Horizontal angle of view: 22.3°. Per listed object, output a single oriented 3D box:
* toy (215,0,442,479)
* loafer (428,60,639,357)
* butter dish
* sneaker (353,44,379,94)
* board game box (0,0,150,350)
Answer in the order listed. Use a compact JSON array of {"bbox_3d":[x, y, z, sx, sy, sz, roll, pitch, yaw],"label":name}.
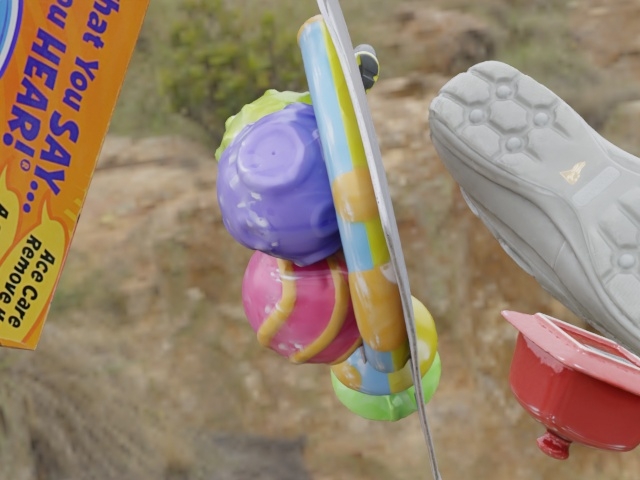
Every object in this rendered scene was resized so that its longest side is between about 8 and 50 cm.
[{"bbox_3d":[0.000,0.000,0.520,0.056,0.137,0.237,-16,-29,4],"label":"toy"},{"bbox_3d":[0.196,-0.001,1.109,0.112,0.111,0.319,-35,57,-10],"label":"loafer"},{"bbox_3d":[0.242,0.151,1.531,0.160,0.118,0.160,21,8,-22],"label":"butter dish"},{"bbox_3d":[0.017,-0.098,1.103,0.031,0.083,0.035,32,31,-8],"label":"sneaker"},{"bbox_3d":[-0.329,-0.187,0.951,0.356,0.356,0.356,14,11,-32],"label":"board game box"}]
